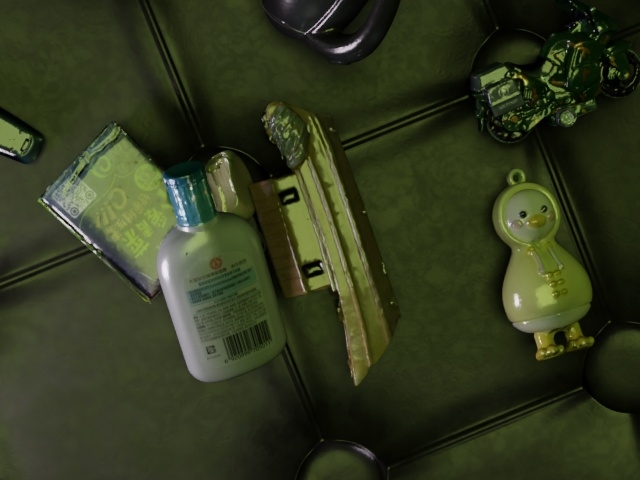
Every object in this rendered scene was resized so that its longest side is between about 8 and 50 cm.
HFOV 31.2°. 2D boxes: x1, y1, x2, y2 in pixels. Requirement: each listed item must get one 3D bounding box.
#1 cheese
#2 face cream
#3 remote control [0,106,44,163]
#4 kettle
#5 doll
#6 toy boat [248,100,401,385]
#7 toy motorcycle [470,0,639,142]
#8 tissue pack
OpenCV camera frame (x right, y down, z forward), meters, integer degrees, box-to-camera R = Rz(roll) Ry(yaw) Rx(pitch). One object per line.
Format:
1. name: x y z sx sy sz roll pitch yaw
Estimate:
1. cheese: -0.126 -0.053 1.744 0.047 0.092 0.171 -15 96 24
2. face cream: -0.159 0.045 1.696 0.163 0.080 0.337 -22 116 -14
3. remote control: -0.526 -0.185 1.736 0.222 0.042 0.072 27 89 -5
4. kettle: 0.025 -0.404 1.649 0.268 0.207 0.290 49 128 33
5. doll: 0.336 0.034 1.765 0.141 0.117 0.296 -16 94 -6
6. toy boat: 0.000 0.000 1.735 0.162 0.136 0.446 -20 95 -3
7. toy motorcycle: 0.351 -0.266 1.751 0.274 0.125 0.187 -24 103 -2
8. tissue pack: -0.287 -0.045 1.743 0.235 0.073 0.173 43 90 -5
